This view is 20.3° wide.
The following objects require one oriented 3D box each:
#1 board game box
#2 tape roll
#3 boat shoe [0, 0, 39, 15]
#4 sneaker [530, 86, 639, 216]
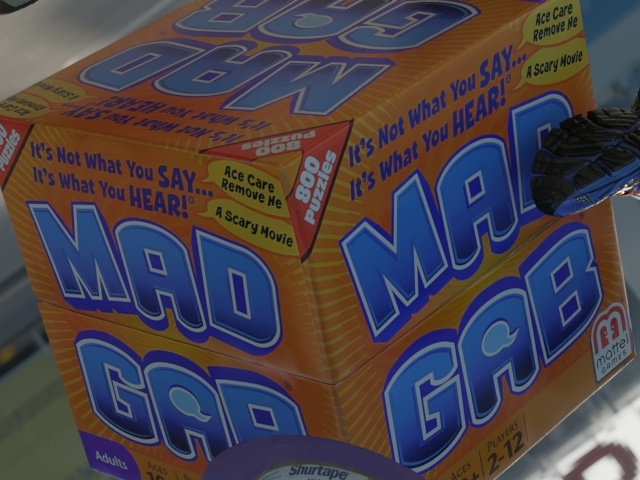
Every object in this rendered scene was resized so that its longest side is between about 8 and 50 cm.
[{"bbox_3d":[0.000,0.000,1.505,0.356,0.356,0.356,12,-145,42],"label":"board game box"},{"bbox_3d":[0.004,0.210,1.132,0.189,0.189,0.080,-39,151,-60],"label":"tape roll"},{"bbox_3d":[-0.204,-0.289,1.513,0.095,0.095,0.257,19,-135,31],"label":"boat shoe"},{"bbox_3d":[0.251,-0.061,1.407,0.221,0.087,0.083,-26,-145,-33],"label":"sneaker"}]
